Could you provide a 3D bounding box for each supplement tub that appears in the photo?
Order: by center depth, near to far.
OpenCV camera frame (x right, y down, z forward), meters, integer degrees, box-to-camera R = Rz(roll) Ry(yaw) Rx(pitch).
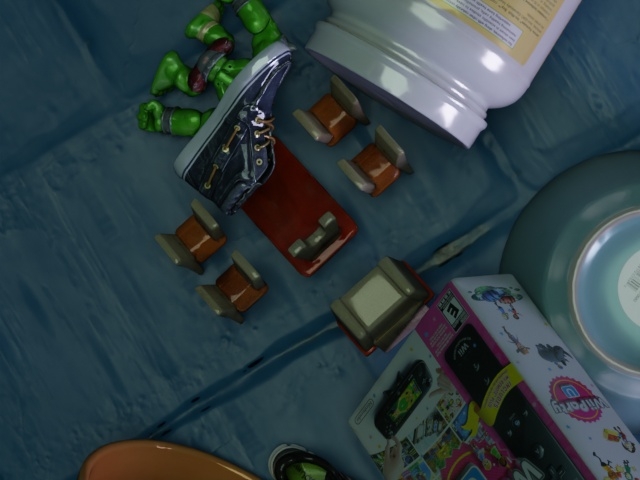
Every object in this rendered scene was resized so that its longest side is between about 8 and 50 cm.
[{"bbox_3d":[0.154,-0.287,1.791,0.241,0.241,0.331,32,91,5],"label":"supplement tub"}]

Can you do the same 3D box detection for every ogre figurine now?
[{"bbox_3d":[-0.108,-0.182,1.883,0.118,0.097,0.197,37,80,16],"label":"ogre figurine"}]

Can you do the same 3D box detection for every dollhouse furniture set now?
[{"bbox_3d":[0.000,0.000,1.871,0.262,0.135,0.259,-42,74,2],"label":"dollhouse furniture set"}]

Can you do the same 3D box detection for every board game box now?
[{"bbox_3d":[0.186,0.219,1.741,0.303,0.097,0.224,54,128,30],"label":"board game box"}]

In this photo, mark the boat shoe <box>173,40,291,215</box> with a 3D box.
[{"bbox_3d":[-0.069,-0.115,1.796,0.083,0.065,0.183,42,109,11],"label":"boat shoe"}]

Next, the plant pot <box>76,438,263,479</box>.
[{"bbox_3d":[-0.149,0.371,1.793,0.290,0.291,0.203,27,107,5],"label":"plant pot"}]

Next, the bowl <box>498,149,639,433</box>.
[{"bbox_3d":[0.341,0.054,1.805,0.311,0.163,0.312,0,89,6],"label":"bowl"}]

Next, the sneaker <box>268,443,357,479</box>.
[{"bbox_3d":[0.016,0.278,1.867,0.170,0.075,0.063,32,91,5],"label":"sneaker"}]
